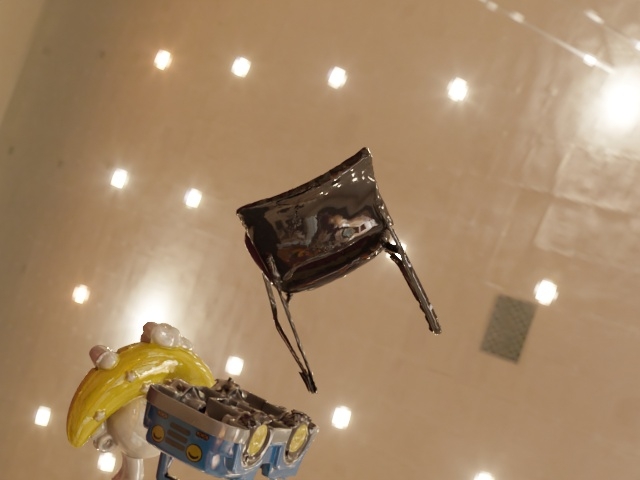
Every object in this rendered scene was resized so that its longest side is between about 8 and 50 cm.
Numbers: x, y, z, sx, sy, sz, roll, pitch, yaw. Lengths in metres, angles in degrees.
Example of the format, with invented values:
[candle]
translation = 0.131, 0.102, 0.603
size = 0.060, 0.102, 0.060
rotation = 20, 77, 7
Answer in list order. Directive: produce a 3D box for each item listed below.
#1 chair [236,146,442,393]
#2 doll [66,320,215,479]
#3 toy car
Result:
[chair]
translation = 0.000, 0.000, 1.173
size = 0.140, 0.221, 0.145
rotation = -27, -141, -4
[doll]
translation = -0.269, 0.247, 1.943
size = 0.237, 0.252, 0.111
rotation = -39, -140, -21
[toy car]
translation = -0.083, 0.179, 1.138
size = 0.097, 0.191, 0.100
rotation = 22, -89, 25
